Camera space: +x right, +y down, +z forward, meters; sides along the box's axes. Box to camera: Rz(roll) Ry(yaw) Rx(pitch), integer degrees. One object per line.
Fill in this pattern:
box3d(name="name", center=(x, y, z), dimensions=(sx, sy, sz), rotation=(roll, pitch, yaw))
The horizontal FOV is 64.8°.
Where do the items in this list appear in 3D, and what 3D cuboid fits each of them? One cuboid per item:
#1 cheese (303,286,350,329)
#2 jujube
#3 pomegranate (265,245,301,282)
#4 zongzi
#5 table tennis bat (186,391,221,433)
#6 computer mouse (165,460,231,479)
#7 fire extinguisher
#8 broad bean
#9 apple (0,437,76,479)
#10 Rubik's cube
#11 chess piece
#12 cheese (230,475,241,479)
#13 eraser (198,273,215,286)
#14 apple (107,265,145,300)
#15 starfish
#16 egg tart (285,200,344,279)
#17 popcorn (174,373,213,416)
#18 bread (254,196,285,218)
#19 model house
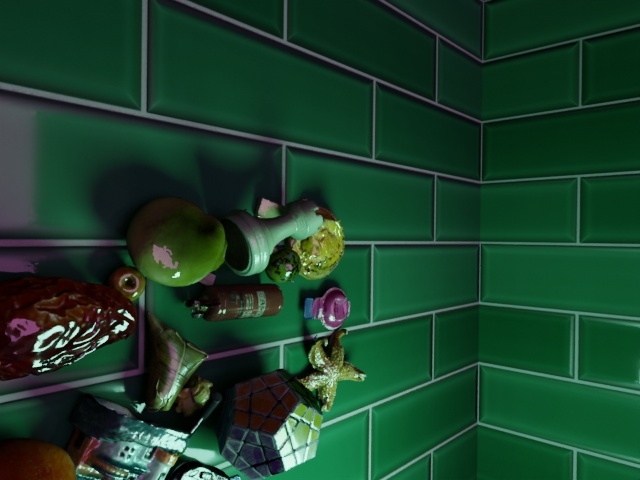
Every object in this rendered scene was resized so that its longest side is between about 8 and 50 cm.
box3d(name="cheese", center=(0.025, 0.244, 1.804), dimensions=(0.244, 0.062, 0.155), rotation=(7, 85, -46))
box3d(name="jujube", center=(-0.558, 0.175, 1.064), dimensions=(0.342, 0.216, 0.216), rotation=(4, 88, -54))
box3d(name="pomegranate", center=(-0.130, 0.064, 1.602), dimensions=(0.122, 0.122, 0.161), rotation=(-35, 86, -42))
box3d(name="zongzi", center=(-0.423, 0.318, 1.289), dimensions=(0.204, 0.094, 0.204), rotation=(51, 55, -30))
box3d(name="table tennis bat", center=(-0.322, 0.481, 1.336), dimensions=(0.027, 0.236, 0.150), rotation=(37, 28, 3))
box3d(name="computer mouse", center=(-0.344, 0.681, 1.382), dimensions=(0.233, 0.096, 0.137), rotation=(48, 62, -42))
box3d(name="fire extinguisher", center=(-0.245, 0.174, 1.441), dimensions=(0.337, 0.147, 0.106), rotation=(2, 77, -49))
box3d(name="broad bean", center=(-0.367, 0.000, 1.312), dimensions=(0.291, 0.119, 0.237), rotation=(-16, 88, -53))
box3d(name="apple", center=(-0.610, 0.504, 0.997), dimensions=(0.201, 0.218, 0.218), rotation=(35, 65, -50))
box3d(name="Rubik's cube", center=(-0.149, 0.527, 1.464), dimensions=(0.264, 0.319, 0.318), rotation=(15, 78, -19))
box3d(name="chess piece", center=(-0.139, -0.030, 1.502), dimensions=(0.299, 0.195, 0.194), rotation=(-25, 109, -38))
box3d(name="cheese", center=(-0.259, 0.838, 1.501), dimensions=(0.157, 0.064, 0.249), rotation=(5, 75, -49))
box3d(name="eraser", center=(-0.338, 0.102, 1.431), dimensions=(0.083, 0.019, 0.038), rotation=(33, 68, -43))
box3d(name="apple", center=(-0.477, 0.106, 1.238), dimensions=(0.090, 0.075, 0.089), rotation=(1, 89, -46))
box3d(name="starfish", center=(0.031, 0.442, 1.783), dimensions=(0.312, 0.113, 0.303), rotation=(-48, 125, -32))
box3d(name="egg tart", center=(0.000, 0.000, 1.739), dimensions=(0.291, 0.107, 0.290), rotation=(-1, 92, -49))
box3d(name="popcorn", center=(-0.347, 0.427, 1.384), dimensions=(0.097, 0.089, 0.109), rotation=(67, 46, -81))
box3d(name="bread", center=(-0.135, -0.081, 1.615), dimensions=(0.154, 0.028, 0.068), rotation=(20, 77, -27))
box3d(name="model house", center=(-0.483, 0.538, 1.173), dimensions=(0.253, 0.185, 0.291), rotation=(44, 64, -44))
